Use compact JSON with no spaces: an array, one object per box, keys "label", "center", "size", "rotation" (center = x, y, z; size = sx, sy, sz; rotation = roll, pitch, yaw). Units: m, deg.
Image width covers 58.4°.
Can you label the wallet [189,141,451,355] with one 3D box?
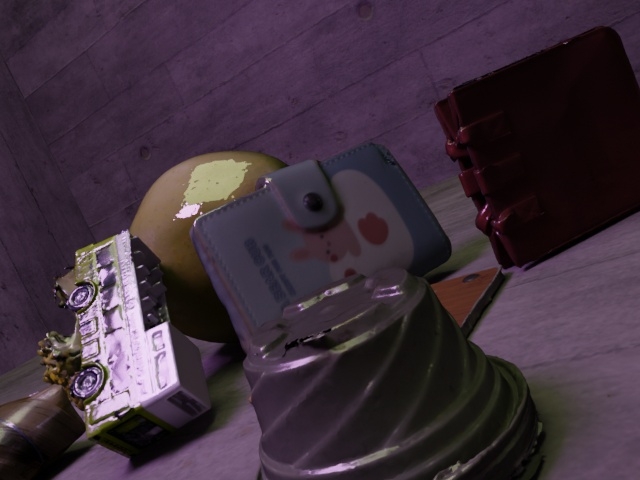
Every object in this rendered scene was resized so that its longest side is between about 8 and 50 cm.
[{"label":"wallet","center":[0.000,0.000,0.855],"size":[0.360,0.252,0.083],"rotation":[-27,-10,-25]}]

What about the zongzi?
[{"label":"zongzi","center":[-0.483,0.324,0.805],"size":[0.220,0.112,0.242],"rotation":[-24,14,30]}]

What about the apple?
[{"label":"apple","center":[-0.157,0.014,1.037],"size":[0.357,0.358,0.357],"rotation":[-24,6,3]}]

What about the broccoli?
[{"label":"broccoli","center":[-0.412,0.201,1.062],"size":[0.242,0.273,0.180],"rotation":[-31,-25,-54]}]

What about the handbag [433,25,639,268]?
[{"label":"handbag","center":[0.315,-0.128,0.779],"size":[0.275,0.260,0.084],"rotation":[-27,9,-11]}]

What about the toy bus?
[{"label":"toy bus","center":[-0.255,0.124,0.781],"size":[0.139,0.302,0.113],"rotation":[-26,-38,1]}]

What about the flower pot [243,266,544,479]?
[{"label":"flower pot","center":[0.031,0.109,0.435],"size":[0.235,0.141,0.235],"rotation":[-26,8,4]}]

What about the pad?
[{"label":"pad","center":[0.075,0.122,0.741],"size":[0.286,0.018,0.284],"rotation":[-22,7,37]}]
